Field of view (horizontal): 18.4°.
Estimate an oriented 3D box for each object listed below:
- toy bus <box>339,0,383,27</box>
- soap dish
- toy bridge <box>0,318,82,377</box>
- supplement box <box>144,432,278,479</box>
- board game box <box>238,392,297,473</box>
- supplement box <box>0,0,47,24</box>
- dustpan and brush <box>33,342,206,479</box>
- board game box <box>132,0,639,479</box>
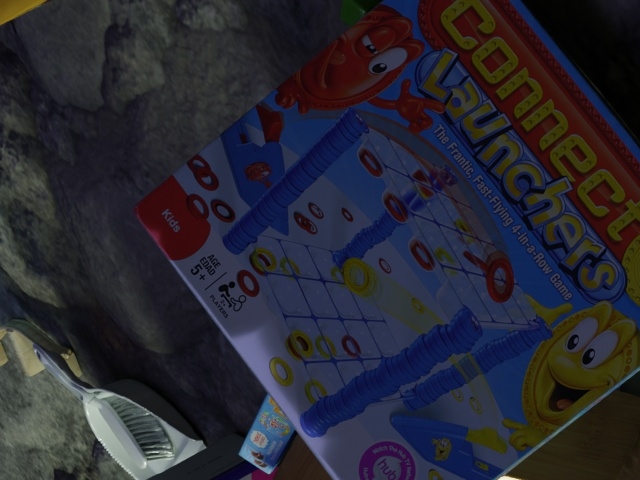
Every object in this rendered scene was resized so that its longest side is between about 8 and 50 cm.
[{"bbox_3d":[0.041,-0.077,1.512,0.191,0.104,0.202,51,146,12],"label":"toy bus"},{"bbox_3d":[0.096,0.189,1.554,0.229,0.118,0.291,15,143,-10],"label":"soap dish"},{"bbox_3d":[-0.335,0.122,2.249,0.188,0.026,0.063,3,118,52],"label":"toy bridge"},{"bbox_3d":[-0.072,0.318,1.962,0.220,0.111,0.114,67,161,-13],"label":"supplement box"},{"bbox_3d":[0.001,0.090,1.617,0.039,0.160,0.211,31,154,4],"label":"board game box"},{"bbox_3d":[-0.215,-0.300,1.586,0.129,0.194,0.191,-14,105,56],"label":"supplement box"},{"bbox_3d":[-0.224,0.180,2.117,0.211,0.060,0.147,50,147,12],"label":"dustpan and brush"},{"bbox_3d":[0.081,0.004,1.364,0.308,0.302,0.086,52,-170,9],"label":"board game box"}]
